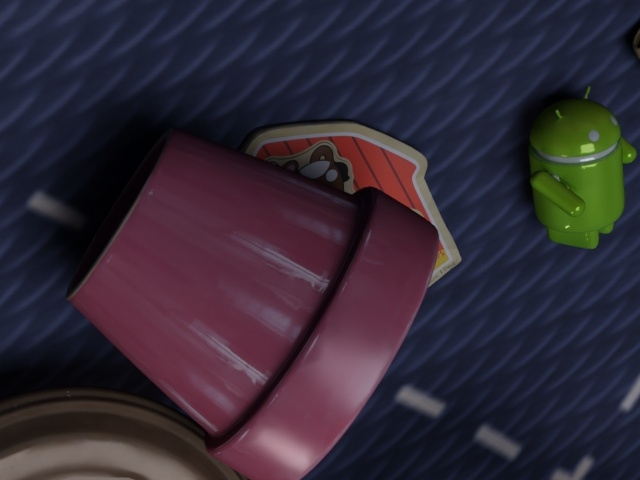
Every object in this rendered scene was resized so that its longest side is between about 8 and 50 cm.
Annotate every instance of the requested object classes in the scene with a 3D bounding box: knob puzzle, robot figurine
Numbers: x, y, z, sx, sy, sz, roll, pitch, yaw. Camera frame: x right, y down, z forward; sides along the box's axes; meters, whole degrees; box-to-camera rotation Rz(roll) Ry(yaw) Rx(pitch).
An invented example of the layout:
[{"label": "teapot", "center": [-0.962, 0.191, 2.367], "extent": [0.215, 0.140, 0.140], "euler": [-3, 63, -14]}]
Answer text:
[{"label": "knob puzzle", "center": [0.000, 0.000, 1.358], "extent": [0.213, 0.030, 0.213], "euler": [-12, 119, -23]}, {"label": "robot figurine", "center": [0.185, -0.052, 1.413], "extent": [0.101, 0.067, 0.115], "euler": [-39, 132, -42]}]

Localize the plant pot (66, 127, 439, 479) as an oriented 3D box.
[{"label": "plant pot", "center": [-0.052, 0.029, 1.240], "extent": [0.180, 0.201, 0.201], "euler": [33, 96, -11]}]

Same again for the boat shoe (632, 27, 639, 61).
[{"label": "boat shoe", "center": [0.278, -0.177, 1.415], "extent": [0.045, 0.050, 0.135], "euler": [33, 95, -42]}]

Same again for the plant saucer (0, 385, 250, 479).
[{"label": "plant saucer", "center": [-0.162, 0.232, 1.273], "extent": [0.278, 0.041, 0.277], "euler": [-3, 101, -14]}]
